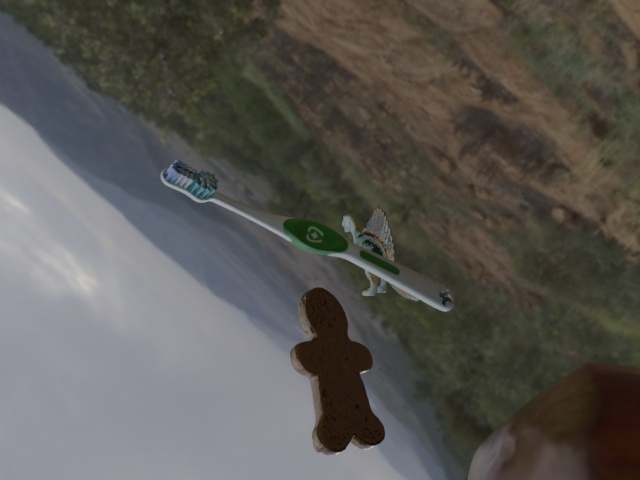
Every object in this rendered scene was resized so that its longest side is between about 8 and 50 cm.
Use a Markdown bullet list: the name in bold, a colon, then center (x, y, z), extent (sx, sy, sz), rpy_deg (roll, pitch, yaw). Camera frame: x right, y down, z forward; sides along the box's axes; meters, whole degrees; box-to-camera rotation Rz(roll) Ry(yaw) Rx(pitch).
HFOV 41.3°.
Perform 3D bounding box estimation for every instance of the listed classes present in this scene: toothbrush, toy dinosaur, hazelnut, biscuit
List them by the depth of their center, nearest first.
- **toothbrush**: center (-0.001, 0.001, 0.756), extent (0.304, 0.030, 0.030), rpy_deg (25, -179, -23)
- **toy dinosaur**: center (0.071, 0.013, 1.013), extent (0.044, 0.106, 0.187), rpy_deg (-1, 180, -16)
- **biscuit**: center (0.015, 0.157, 1.037), extent (0.138, 0.031, 0.205), rpy_deg (5, -114, -47)
- **hazelnut**: center (0.361, 0.329, 1.045), extent (0.366, 0.366, 0.366), rpy_deg (43, 174, 6)
